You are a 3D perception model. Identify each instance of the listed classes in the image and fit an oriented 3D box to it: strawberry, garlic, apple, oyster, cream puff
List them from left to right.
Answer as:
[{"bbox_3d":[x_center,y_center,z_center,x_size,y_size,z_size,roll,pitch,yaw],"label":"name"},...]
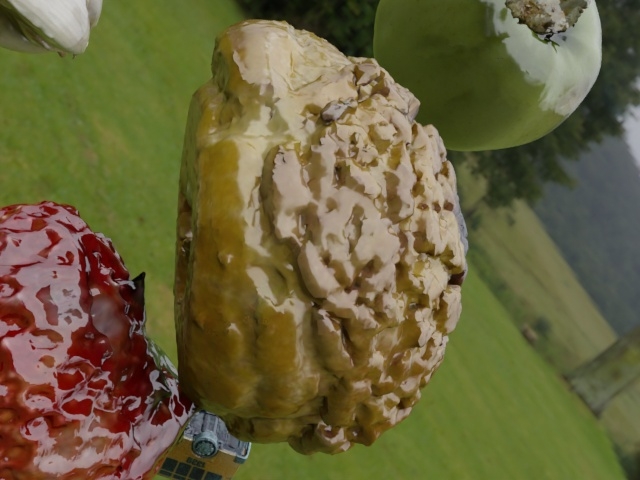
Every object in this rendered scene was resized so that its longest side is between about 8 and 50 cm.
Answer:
[{"bbox_3d":[-0.277,0.127,1.040,0.291,0.310,0.292,30,-41,30],"label":"strawberry"},{"bbox_3d":[-0.387,-0.349,1.698,0.203,0.185,0.281,41,-20,-29],"label":"garlic"},{"bbox_3d":[0.000,0.000,0.984,0.327,0.231,0.343,157,-64,-82],"label":"cream puff"},{"bbox_3d":[0.264,-0.310,1.894,0.357,0.357,0.357,49,6,-7],"label":"apple"},{"bbox_3d":[0.307,-0.344,1.534,0.105,0.177,0.056,24,19,-16],"label":"oyster"}]

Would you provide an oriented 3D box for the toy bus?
[{"bbox_3d":[-0.190,0.262,1.615,0.182,0.103,0.091,21,30,-10],"label":"toy bus"}]
